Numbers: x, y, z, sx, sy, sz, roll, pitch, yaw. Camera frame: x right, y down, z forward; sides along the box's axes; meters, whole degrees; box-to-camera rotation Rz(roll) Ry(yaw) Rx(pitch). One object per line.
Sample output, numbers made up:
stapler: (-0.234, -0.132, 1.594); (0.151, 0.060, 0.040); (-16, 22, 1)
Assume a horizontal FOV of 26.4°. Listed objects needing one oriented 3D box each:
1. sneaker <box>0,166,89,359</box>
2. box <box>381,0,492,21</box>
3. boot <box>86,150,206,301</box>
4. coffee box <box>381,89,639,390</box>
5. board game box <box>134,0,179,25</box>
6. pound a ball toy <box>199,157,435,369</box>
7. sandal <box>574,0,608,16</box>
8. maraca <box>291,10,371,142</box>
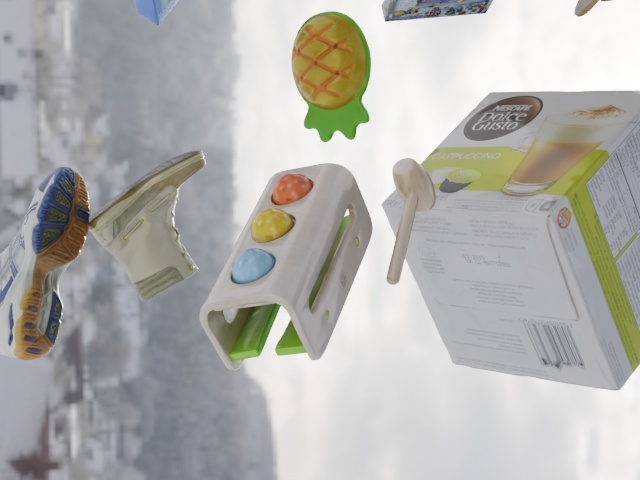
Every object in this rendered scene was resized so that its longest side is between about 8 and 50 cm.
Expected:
sneaker: (-0.438, 0.026, 2.017); (0.112, 0.131, 0.297); (39, 60, -53)
box: (0.151, -0.307, 1.680); (0.094, 0.137, 0.027); (115, -35, -67)
boot: (-0.234, -0.025, 2.110); (0.165, 0.213, 0.077); (56, -15, -13)
coffee box: (0.366, -0.014, 2.152); (0.337, 0.334, 0.338); (6, -48, 46)
board game box: (-0.234, -0.457, 2.105); (0.160, 0.047, 0.210); (-54, 163, -23)
pound a ball toy: (0.000, 0.000, 1.664); (0.136, 0.208, 0.319); (65, 31, -30)
sandal: (0.478, -0.422, 2.066); (0.240, 0.079, 0.088); (-61, -165, -9)
maraca: (0.016, -0.234, 1.950); (0.099, 0.127, 0.186); (-13, 98, -58)
